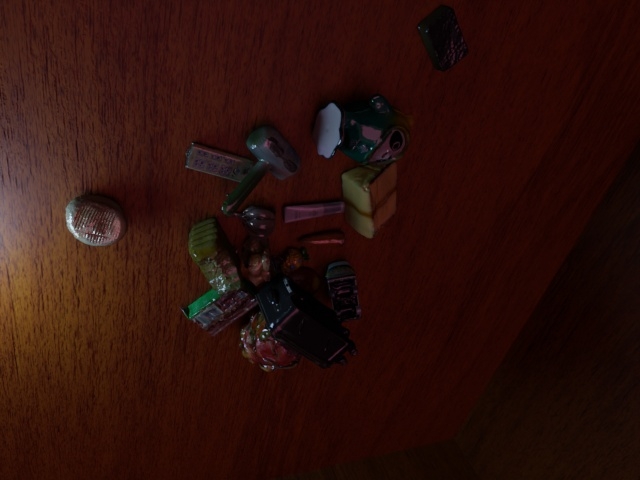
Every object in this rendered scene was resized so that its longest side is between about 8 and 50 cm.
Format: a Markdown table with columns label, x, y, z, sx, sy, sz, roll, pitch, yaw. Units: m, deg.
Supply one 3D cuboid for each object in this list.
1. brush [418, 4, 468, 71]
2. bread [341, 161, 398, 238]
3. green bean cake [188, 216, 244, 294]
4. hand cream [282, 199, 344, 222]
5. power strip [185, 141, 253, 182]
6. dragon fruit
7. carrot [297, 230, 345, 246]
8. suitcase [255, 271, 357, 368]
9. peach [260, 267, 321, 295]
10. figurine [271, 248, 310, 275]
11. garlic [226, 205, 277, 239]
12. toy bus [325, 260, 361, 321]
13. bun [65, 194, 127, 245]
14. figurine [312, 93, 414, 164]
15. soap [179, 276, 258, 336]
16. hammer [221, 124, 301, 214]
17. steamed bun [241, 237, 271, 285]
| label | x | y | z | sx | sy | sz | roll | pitch | yaw |
| --- | --- | --- | --- | --- | --- | --- | --- | --- | --- |
| brush | 0.437 | -0.707 | 1.530 | 0.123 | 0.059 | 0.197 | -38 | 129 | 6 |
| bread | 0.237 | -0.170 | 1.742 | 0.236 | 0.198 | 0.263 | -23 | 131 | -18 |
| green bean cake | -0.384 | 0.061 | 1.595 | 0.124 | 0.232 | 0.236 | -22 | 128 | -1 |
| hand cream | -0.027 | -0.121 | 1.740 | 0.256 | 0.048 | 0.079 | -11 | 128 | -16 |
| power strip | -0.334 | -0.264 | 1.512 | 0.268 | 0.034 | 0.092 | 13 | 116 | -30 |
| dragon fruit | -0.220 | 0.445 | 1.897 | 0.263 | 0.296 | 0.314 | -33 | 120 | 19 |
| carrot | 0.000 | 0.000 | 1.832 | 0.205 | 0.072 | 0.072 | -4 | 124 | -14 |
| suitcase | -0.063 | 0.323 | 1.738 | 0.194 | 0.283 | 0.434 | -43 | 126 | 5 |
| peach | -0.122 | 0.209 | 1.919 | 0.280 | 0.068 | 0.188 | -10 | 124 | -18 |
| figurine | -0.114 | 0.094 | 1.811 | 0.157 | 0.114 | 0.094 | -14 | 137 | -17 |
| garlic | -0.257 | -0.080 | 1.632 | 0.194 | 0.127 | 0.131 | 16 | 121 | -10 |
| toy bus | 0.102 | 0.228 | 1.968 | 0.134 | 0.164 | 0.275 | -10 | 127 | 0 |
| bun | -0.738 | -0.067 | 1.431 | 0.188 | 0.111 | 0.163 | 16 | 98 | -28 |
| figurine | 0.165 | -0.386 | 1.545 | 0.340 | 0.231 | 0.323 | -3 | 149 | -32 |
| soap | -0.408 | 0.269 | 1.811 | 0.273 | 0.098 | 0.218 | -37 | 130 | 3 |
| hammer | -0.225 | -0.221 | 1.489 | 0.335 | 0.119 | 0.206 | -52 | 128 | -10 |
| steamed bun | -0.255 | 0.083 | 1.712 | 0.106 | 0.177 | 0.192 | -2 | 135 | -12 |
